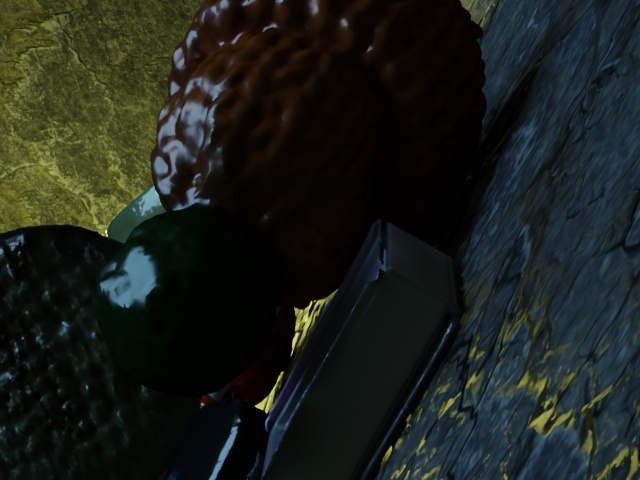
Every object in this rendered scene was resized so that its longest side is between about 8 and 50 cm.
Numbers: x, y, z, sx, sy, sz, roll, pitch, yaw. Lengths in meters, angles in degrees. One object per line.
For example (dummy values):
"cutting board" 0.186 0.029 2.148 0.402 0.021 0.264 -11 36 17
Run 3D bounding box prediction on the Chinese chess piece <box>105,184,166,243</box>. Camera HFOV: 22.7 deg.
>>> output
"Chinese chess piece" -0.108 -0.038 2.045 0.349 0.146 0.349 -31 -6 -4

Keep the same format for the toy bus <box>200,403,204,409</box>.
"toy bus" -0.151 0.115 2.518 0.190 0.152 0.312 -58 6 52

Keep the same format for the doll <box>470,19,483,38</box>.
"doll" 0.117 -0.178 1.795 0.195 0.062 0.104 -46 33 47

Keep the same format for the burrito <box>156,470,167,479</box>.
"burrito" -0.186 0.292 1.868 0.226 0.060 0.087 -19 6 29

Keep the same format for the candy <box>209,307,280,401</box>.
"candy" 0.000 0.000 1.517 0.365 0.124 0.124 -57 5 4

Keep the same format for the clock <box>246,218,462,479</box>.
"clock" 0.025 0.094 1.128 0.192 0.071 0.147 -62 5 14

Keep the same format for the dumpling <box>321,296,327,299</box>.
"dumpling" -0.030 -0.063 1.771 0.227 0.243 0.175 -57 -8 7

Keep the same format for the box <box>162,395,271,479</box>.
"box" -0.145 0.327 1.599 0.350 0.091 0.359 -65 5 -12

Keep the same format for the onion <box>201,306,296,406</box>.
"onion" -0.105 0.124 1.973 0.177 0.153 0.177 -43 -36 -43

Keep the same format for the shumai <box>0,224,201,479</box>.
"shumai" -0.318 0.155 1.912 0.323 0.397 0.324 30 -130 -85

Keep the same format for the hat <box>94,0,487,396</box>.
"hat" -0.059 -0.064 1.248 0.400 0.285 0.285 -36 -17 -47
